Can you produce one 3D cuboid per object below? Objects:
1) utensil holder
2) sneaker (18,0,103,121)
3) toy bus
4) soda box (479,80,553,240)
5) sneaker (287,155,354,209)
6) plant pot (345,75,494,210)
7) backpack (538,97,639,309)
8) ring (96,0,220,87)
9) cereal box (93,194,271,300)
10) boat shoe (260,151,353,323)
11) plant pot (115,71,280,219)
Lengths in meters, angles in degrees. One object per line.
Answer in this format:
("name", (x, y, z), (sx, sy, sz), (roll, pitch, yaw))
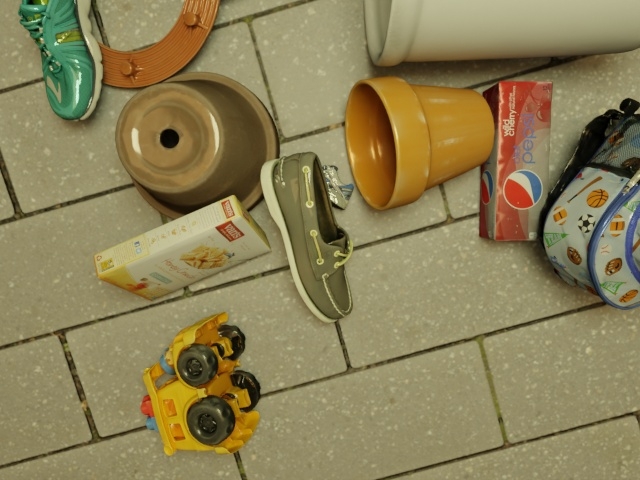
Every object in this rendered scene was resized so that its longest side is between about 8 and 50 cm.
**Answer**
("utensil holder", (0.270, -0.419, 0.702), (0.386, 0.327, 0.327), (-1, 96, -2))
("sneaker", (-0.426, -0.327, 0.780), (0.107, 0.110, 0.275), (-2, 102, 13))
("toy bus", (-0.234, 0.256, 0.869), (0.212, 0.149, 0.220), (-14, 93, 18))
("soda box", (0.329, -0.132, 0.845), (0.092, 0.083, 0.263), (0, 95, 0))
("sneaker", (0.000, -0.113, 0.871), (0.135, 0.052, 0.058), (35, 85, -10))
("plant pot", (0.163, -0.166, 0.799), (0.188, 0.205, 0.204), (-13, 96, -15))
("backpack", (0.489, -0.025, 0.761), (0.263, 0.213, 0.276), (-46, 115, 7))
("ring", (-0.325, -0.427, 0.813), (0.337, 0.032, 0.336), (2, 101, 11))
("cereal box", (-0.217, 0.020, 0.820), (0.240, 0.173, 0.047), (-22, 68, 3))
("boat shoe", (-0.002, 0.002, 0.823), (0.091, 0.109, 0.304), (-13, 108, 25))
("plant pot", (-0.200, -0.148, 0.775), (0.263, 0.229, 0.262), (0, 95, -1))
